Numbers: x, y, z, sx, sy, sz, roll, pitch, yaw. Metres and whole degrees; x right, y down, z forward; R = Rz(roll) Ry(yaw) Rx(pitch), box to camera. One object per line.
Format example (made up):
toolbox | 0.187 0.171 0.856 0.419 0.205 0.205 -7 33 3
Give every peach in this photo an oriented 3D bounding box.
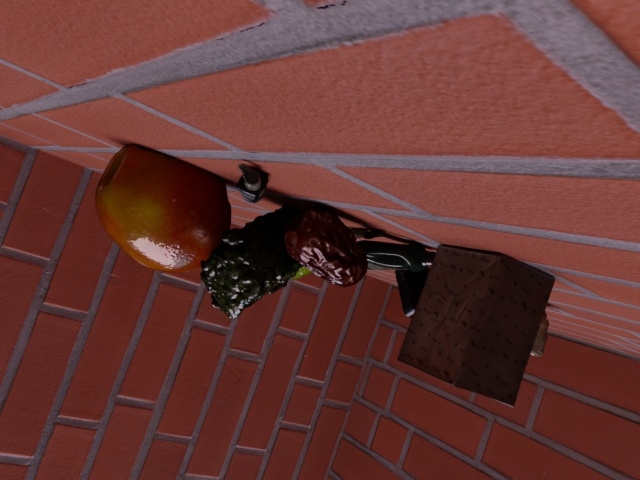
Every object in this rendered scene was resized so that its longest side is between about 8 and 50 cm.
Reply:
peach | -0.406 -0.064 1.694 0.380 0.306 0.242 28 179 -32

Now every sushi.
sushi | -0.163 0.060 1.687 0.178 0.294 0.352 52 -146 6

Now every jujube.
jujube | 0.018 0.019 1.551 0.230 0.155 0.155 40 166 -30

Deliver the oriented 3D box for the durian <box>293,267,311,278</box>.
durian | -0.113 0.042 2.386 0.340 0.204 0.256 17 164 23

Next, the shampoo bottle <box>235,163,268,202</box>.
shampoo bottle | -0.147 -0.121 1.333 0.064 0.057 0.208 27 174 -4

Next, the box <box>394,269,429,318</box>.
box | 0.423 0.218 2.289 0.350 0.211 0.058 21 137 -34

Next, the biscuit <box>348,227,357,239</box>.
biscuit | 0.005 -0.012 1.866 0.208 0.049 0.181 8 167 16

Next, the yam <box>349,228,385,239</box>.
yam | 0.118 -0.017 1.684 0.029 0.027 0.234 0 -178 -19

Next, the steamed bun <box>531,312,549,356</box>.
steamed bun | 0.652 0.250 2.037 0.211 0.144 0.218 29 -157 -18

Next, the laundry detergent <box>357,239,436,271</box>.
laundry detergent | 0.205 0.042 1.623 0.222 0.078 0.144 3 167 35

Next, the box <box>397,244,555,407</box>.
box | 0.343 0.183 1.401 0.190 0.297 0.225 21 176 -26
